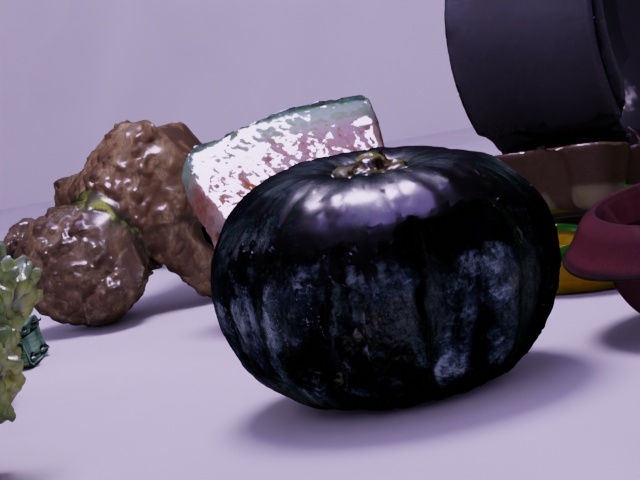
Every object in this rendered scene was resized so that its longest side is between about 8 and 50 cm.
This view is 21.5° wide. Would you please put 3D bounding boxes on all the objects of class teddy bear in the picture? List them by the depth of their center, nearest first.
[{"bbox_3d":[-0.178,-0.006,1.771,0.246,0.222,0.296,31,6,22],"label":"teddy bear"}]

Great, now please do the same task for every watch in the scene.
[{"bbox_3d":[0.244,-0.181,1.608,0.314,0.327,0.335,-7,-4,35],"label":"watch"}]

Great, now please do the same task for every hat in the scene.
[{"bbox_3d":[0.268,0.010,1.160,0.205,0.089,0.205,-11,12,2],"label":"hat"}]

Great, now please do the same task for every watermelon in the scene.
[{"bbox_3d":[0.000,0.000,1.495,0.193,0.140,0.257,-21,41,-7],"label":"watermelon"}]

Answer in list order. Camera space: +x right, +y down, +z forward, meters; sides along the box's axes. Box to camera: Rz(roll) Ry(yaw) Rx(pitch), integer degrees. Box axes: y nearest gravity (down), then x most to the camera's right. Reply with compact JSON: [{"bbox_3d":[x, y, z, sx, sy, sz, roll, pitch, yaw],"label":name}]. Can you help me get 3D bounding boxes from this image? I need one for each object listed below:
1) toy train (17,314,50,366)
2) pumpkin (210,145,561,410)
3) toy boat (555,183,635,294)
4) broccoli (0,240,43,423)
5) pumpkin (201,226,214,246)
[{"bbox_3d":[-0.283,0.098,1.544,0.056,0.038,0.093,-17,7,3],"label":"toy train"},{"bbox_3d":[0.045,0.021,1.118,0.233,0.163,0.233,-11,9,2],"label":"pumpkin"},{"bbox_3d":[0.188,-0.004,1.403,0.089,0.088,0.229,-17,9,-37],"label":"toy boat"},{"bbox_3d":[-0.305,0.065,1.071,0.288,0.260,0.235,17,-17,39],"label":"broccoli"},{"bbox_3d":[-0.130,-0.050,2.103,0.202,0.140,0.202,5,-1,0],"label":"pumpkin"}]
